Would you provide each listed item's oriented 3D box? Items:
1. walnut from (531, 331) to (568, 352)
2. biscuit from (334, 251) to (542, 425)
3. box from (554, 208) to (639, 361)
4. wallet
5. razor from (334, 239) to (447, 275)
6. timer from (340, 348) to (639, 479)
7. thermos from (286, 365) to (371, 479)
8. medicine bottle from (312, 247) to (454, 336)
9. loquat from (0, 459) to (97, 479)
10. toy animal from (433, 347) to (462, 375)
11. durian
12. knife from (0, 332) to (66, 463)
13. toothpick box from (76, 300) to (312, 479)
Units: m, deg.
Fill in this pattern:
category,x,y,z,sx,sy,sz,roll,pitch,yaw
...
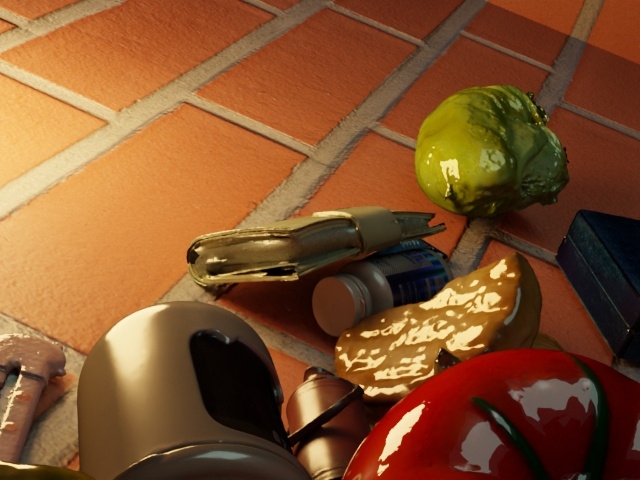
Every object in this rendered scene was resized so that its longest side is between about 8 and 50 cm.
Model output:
category,x,y,z,sx,sy,sz,roll,pitch,yaw
walnut,0.256,0.197,1.474,0.159,0.159,0.206,2,37,-31
biscuit,0.135,0.133,1.444,0.091,0.274,0.213,50,37,-29
box,0.540,0.084,1.918,0.261,0.116,0.279,12,28,-19
wallet,0.000,0.000,1.661,0.223,0.077,0.309,-10,1,44
razor,0.098,0.027,1.810,0.082,0.042,0.253,34,31,23
timer,0.191,0.285,1.069,0.378,0.279,0.378,9,55,-14
thermos,0.014,0.221,1.344,0.124,0.099,0.232,50,13,-27
medicine bottle,0.083,0.073,1.639,0.191,0.107,0.107,-10,39,-45
loquat,-0.249,0.289,0.930,0.213,0.213,0.246,13,67,-14
toy animal,0.204,0.181,1.311,0.219,0.103,0.101,14,41,-35
durian,0.279,-0.146,2.068,0.256,0.204,0.340,26,28,37
knife,-0.328,0.199,1.205,0.132,0.038,0.398,18,26,-9
toothpick box,-0.137,0.197,1.176,0.229,0.229,0.316,10,27,-20
